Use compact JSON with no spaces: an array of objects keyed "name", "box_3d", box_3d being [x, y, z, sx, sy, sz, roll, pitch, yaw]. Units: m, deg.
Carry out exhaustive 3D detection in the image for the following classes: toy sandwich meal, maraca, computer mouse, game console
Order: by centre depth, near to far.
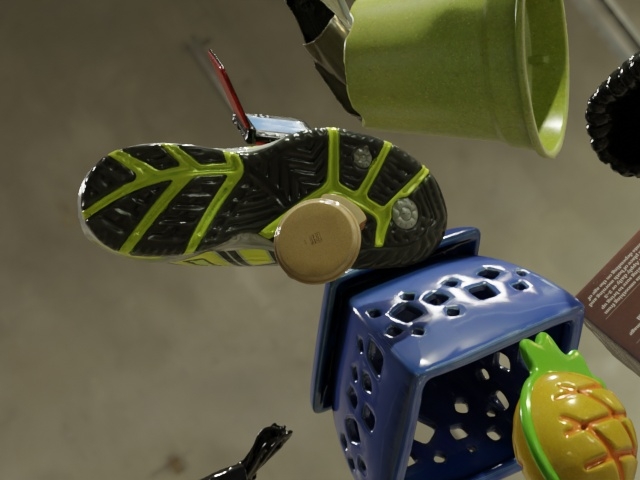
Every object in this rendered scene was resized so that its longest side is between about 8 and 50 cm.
[{"name":"toy sandwich meal","box_3d":[0.000,0.000,1.548,0.085,0.085,0.029,-35,-21,2]},{"name":"maraca","box_3d":[0.220,0.160,1.563,0.127,0.185,0.099,32,-53,-31]},{"name":"computer mouse","box_3d":[-0.140,0.287,1.817,0.184,0.060,0.262,-53,-4,40]},{"name":"game console","box_3d":[-0.064,-0.159,2.009,0.124,0.085,0.144,5,14,-11]}]

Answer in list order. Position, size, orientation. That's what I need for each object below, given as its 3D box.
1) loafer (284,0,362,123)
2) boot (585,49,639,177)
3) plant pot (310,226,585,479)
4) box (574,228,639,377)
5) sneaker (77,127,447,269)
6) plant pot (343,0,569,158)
[{"name":"loafer","box_3d":[0.017,-0.266,2.516,0.094,0.251,0.087,-42,-22,28]},{"name":"boot","box_3d":[0.414,-0.247,1.886,0.260,0.131,0.348,-31,-41,-43]},{"name":"plant pot","box_3d":[0.120,0.131,1.956,0.236,0.212,0.236,-18,-44,-29]},{"name":"box","box_3d":[0.501,0.129,2.201,0.191,0.381,0.143,-46,-53,0]},{"name":"sneaker","box_3d":[-0.059,-0.041,1.829,0.385,0.145,0.147,5,-5,-15]},{"name":"plant pot","box_3d":[0.175,-0.239,2.352,0.254,0.276,0.276,-2,-6,19]}]
